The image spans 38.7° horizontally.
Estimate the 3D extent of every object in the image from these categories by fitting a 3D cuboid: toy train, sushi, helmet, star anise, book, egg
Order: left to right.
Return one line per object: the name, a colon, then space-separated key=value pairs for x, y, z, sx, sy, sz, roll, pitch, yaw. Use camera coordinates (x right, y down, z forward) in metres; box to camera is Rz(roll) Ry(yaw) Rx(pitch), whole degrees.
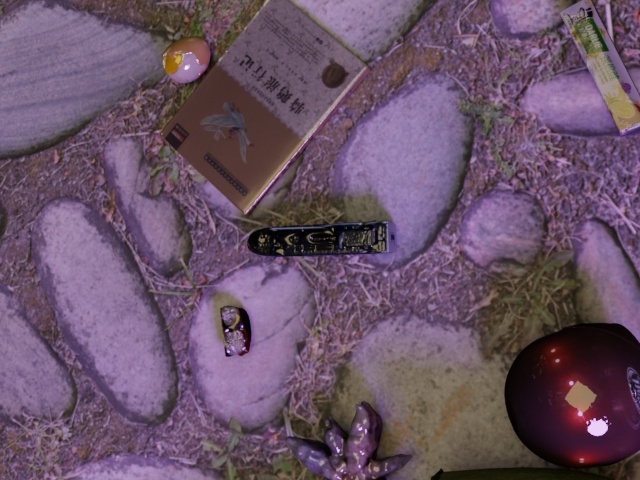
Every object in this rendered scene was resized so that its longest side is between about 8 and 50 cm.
egg: x=-0.219 y=-0.300 z=1.503 sx=0.083 sy=0.071 sz=0.071 roll=-38 pitch=75 yaw=10
sushi: x=-0.134 y=0.144 z=1.462 sx=0.046 sy=0.044 sz=0.083 roll=-7 pitch=85 yaw=-4
book: x=-0.096 y=-0.225 z=1.483 sx=0.217 sy=0.021 sz=0.310 roll=43 pitch=99 yaw=16
toy train: x=0.000 y=0.000 z=1.418 sx=0.234 sy=0.051 sz=0.052 roll=-3 pitch=84 yaw=21
star anise: x=0.044 y=0.352 z=1.352 sx=0.229 sy=0.093 sz=0.236 roll=23 pitch=95 yaw=18
helmet: x=0.352 y=0.210 z=1.228 sx=0.216 sy=0.193 sz=0.189 roll=-23 pitch=79 yaw=45

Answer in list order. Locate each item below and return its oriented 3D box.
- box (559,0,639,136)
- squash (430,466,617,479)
box: x=0.410 y=-0.251 z=1.310 sx=0.050 sy=0.041 sz=0.207 roll=-26 pitch=78 yaw=18
squash: x=0.327 y=0.406 z=1.155 sx=0.309 sy=0.310 sz=0.310 roll=-19 pitch=80 yaw=11
